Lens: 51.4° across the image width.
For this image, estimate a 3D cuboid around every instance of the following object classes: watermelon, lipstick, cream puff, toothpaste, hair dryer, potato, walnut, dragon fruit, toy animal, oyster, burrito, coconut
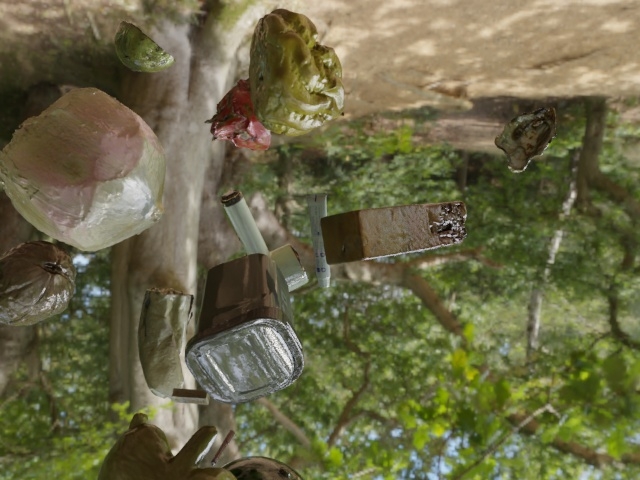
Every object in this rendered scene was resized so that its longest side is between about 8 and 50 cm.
[{"bbox_3d":[-0.124,0.679,1.747,0.331,0.189,0.331,43,-175,-5],"label":"watermelon"},{"bbox_3d":[-0.349,0.740,2.373,0.027,0.027,0.176,7,-159,14],"label":"lipstick"},{"bbox_3d":[-0.053,-0.454,1.800,0.257,0.324,0.291,1,147,-21],"label":"cream puff"},{"bbox_3d":[0.000,0.000,1.530,0.052,0.218,0.033,-2,-173,27],"label":"toothpaste"},{"bbox_3d":[-0.188,0.007,1.821,0.203,0.362,0.128,-26,-154,-5],"label":"hair dryer"},{"bbox_3d":[-0.567,-0.582,2.051,0.160,0.111,0.272,37,-179,-43],"label":"potato"},{"bbox_3d":[-0.623,0.094,1.400,0.230,0.178,0.178,-16,175,32],"label":"walnut"},{"bbox_3d":[-0.270,-0.378,2.192,0.212,0.262,0.134,-16,-137,-8],"label":"dragon fruit"},{"bbox_3d":[-0.216,0.446,1.155,0.363,0.181,0.180,12,-144,24],"label":"toy animal"},{"bbox_3d":[0.441,-0.219,1.401,0.148,0.103,0.051,-37,169,11],"label":"oyster"},{"bbox_3d":[-0.473,0.305,1.973,0.135,0.331,0.190,12,171,-42],"label":"burrito"},{"bbox_3d":[-0.567,-0.155,1.705,0.405,0.404,0.404,5,-173,-1],"label":"coconut"}]

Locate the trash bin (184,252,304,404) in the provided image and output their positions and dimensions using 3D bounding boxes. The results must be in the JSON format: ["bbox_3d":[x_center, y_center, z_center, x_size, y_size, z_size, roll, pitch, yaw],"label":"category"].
[{"bbox_3d":[-0.160,0.177,1.435,0.219,0.219,0.250,-17,-143,7],"label":"trash bin"}]

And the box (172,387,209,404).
[{"bbox_3d":[-0.314,0.378,1.612,0.083,0.024,0.053,6,150,-1],"label":"box"}]

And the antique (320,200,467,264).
[{"bbox_3d":[0.146,-0.019,1.176,0.310,0.087,0.093,-7,177,-42],"label":"antique"}]
